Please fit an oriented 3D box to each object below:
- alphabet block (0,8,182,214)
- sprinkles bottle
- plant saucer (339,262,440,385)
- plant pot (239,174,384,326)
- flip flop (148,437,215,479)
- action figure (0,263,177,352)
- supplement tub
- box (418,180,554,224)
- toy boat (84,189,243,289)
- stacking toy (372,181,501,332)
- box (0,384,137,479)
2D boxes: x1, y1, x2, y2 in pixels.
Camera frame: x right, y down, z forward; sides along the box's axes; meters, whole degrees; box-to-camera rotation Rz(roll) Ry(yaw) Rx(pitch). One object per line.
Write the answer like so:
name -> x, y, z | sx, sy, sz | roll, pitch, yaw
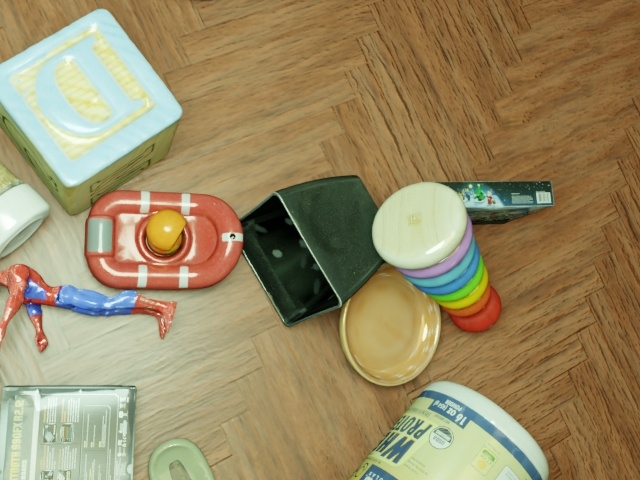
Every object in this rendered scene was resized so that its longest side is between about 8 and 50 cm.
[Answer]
alphabet block -> -0.335, -0.176, 1.080 | 0.193, 0.197, 0.192 | -36, 91, -20
sprinkles bottle -> -0.546, -0.130, 1.047 | 0.355, 0.121, 0.121 | 45, 71, -5
plant saucer -> 0.110, 0.135, 1.222 | 0.200, 0.037, 0.199 | 1, 88, -33
plant pot -> 0.000, 0.000, 1.169 | 0.167, 0.187, 0.188 | -31, 90, -33
flip flop -> -0.161, 0.416, 1.089 | 0.112, 0.080, 0.277 | -26, 88, -20
action figure -> -0.362, 0.118, 1.073 | 0.281, 0.091, 0.139 | 18, 67, -13
supplement tub -> 0.160, 0.392, 1.114 | 0.228, 0.228, 0.316 | 46, 70, -5
box -> 0.243, -0.060, 1.257 | 0.233, 0.159, 0.044 | -2, 82, -18
toy boat -> -0.226, -0.006, 1.107 | 0.231, 0.151, 0.150 | 1, 80, -17
stacking toy -> 0.205, 0.054, 1.174 | 0.141, 0.141, 0.330 | -60, 140, -17
box -> -0.357, 0.321, 1.058 | 0.183, 0.056, 0.230 | 2, 80, -15
